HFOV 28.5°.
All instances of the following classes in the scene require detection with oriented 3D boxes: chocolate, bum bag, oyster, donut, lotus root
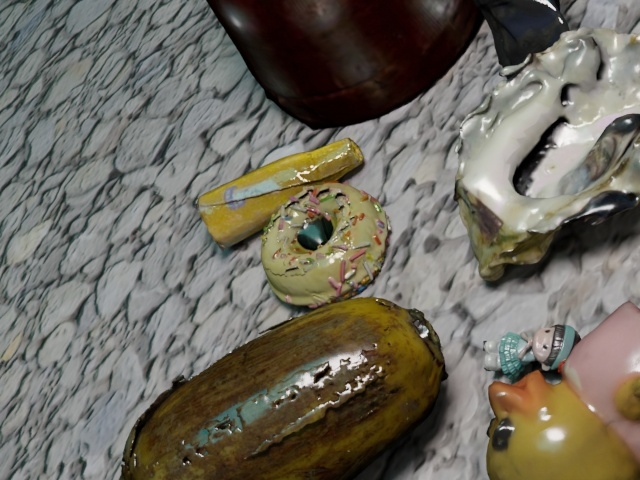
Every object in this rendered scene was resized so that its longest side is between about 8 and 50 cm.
[{"bbox_3d":[-0.049,-0.071,1.610,0.219,0.086,0.086,-28,44,11],"label":"chocolate"},{"bbox_3d":[0.211,-0.332,1.492,0.074,0.310,0.137,-24,0,-32],"label":"bum bag"},{"bbox_3d":[0.284,-0.098,1.369,0.351,0.115,0.238,-48,51,0],"label":"oyster"},{"bbox_3d":[0.000,0.000,1.520,0.174,0.068,0.175,-20,47,23],"label":"donut"},{"bbox_3d":[-0.050,0.197,1.320,0.397,0.179,0.196,-31,21,3],"label":"lotus root"},{"bbox_3d":[-0.004,-0.376,1.641,0.383,0.331,0.384,-22,46,24],"label":"chocolate"}]

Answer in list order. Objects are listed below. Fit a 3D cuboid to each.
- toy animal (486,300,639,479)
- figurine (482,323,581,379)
[{"bbox_3d":[0.260,0.164,1.140,0.281,0.195,0.169,-33,83,4],"label":"toy animal"},{"bbox_3d":[0.217,0.117,1.283,0.106,0.047,0.060,-10,43,33],"label":"figurine"}]
